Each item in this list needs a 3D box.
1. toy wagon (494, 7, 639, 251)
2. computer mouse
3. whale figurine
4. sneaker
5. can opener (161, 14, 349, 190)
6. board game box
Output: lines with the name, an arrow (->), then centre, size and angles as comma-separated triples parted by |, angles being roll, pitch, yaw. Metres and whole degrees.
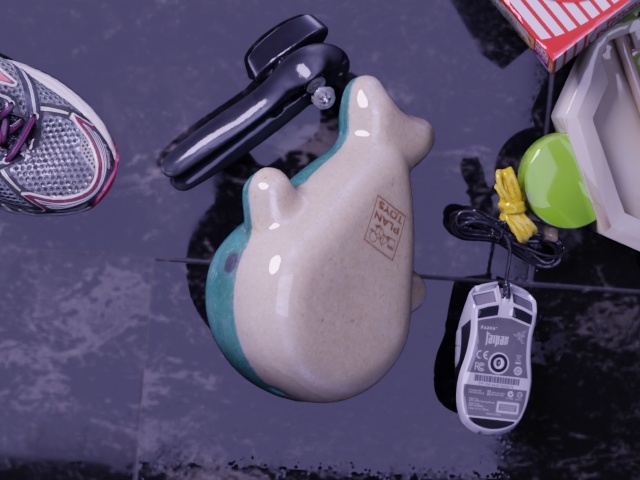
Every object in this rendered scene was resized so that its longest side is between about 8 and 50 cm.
toy wagon -> 0.305, -0.095, 1.525 | 0.344, 0.068, 0.267 | -22, 100, -5
computer mouse -> 0.151, 0.073, 1.536 | 0.106, 0.042, 0.193 | 9, 90, -15
whale figurine -> 0.000, 0.000, 1.465 | 0.216, 0.141, 0.272 | 34, 68, -39
sneaker -> -0.300, -0.109, 1.399 | 0.299, 0.112, 0.121 | 29, 92, -12
can opener -> -0.054, -0.106, 1.477 | 0.186, 0.073, 0.059 | -43, 141, 1
board game box -> 0.189, -0.258, 1.460 | 0.147, 0.045, 0.193 | -38, 78, -3
